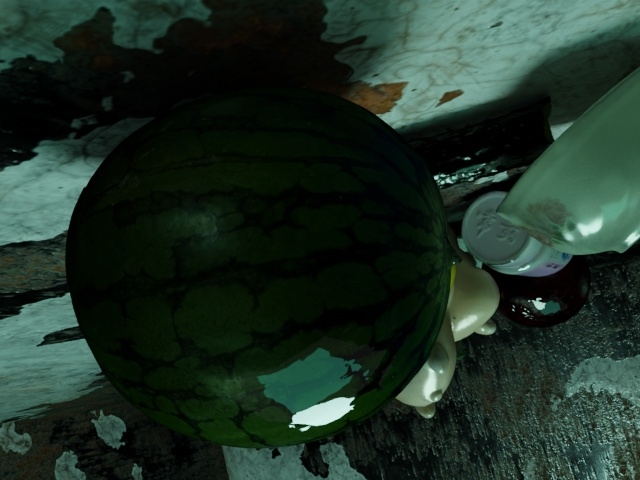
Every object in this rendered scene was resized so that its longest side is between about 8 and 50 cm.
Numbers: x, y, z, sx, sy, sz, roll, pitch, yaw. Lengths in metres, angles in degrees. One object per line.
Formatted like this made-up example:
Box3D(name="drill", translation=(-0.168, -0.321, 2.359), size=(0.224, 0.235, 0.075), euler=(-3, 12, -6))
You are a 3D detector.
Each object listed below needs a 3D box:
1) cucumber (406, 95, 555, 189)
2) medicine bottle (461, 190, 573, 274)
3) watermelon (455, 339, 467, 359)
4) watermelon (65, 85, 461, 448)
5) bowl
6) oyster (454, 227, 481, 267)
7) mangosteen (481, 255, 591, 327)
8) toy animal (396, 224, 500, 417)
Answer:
Box3D(name="cucumber", translation=(0.147, -0.102, 0.947), size=(0.304, 0.081, 0.072), euler=(-16, -165, 3))
Box3D(name="medicine bottle", translation=(0.361, -0.011, 1.369), size=(0.152, 0.151, 0.255), euler=(-23, 164, 28))
Box3D(name="watermelon", translation=(0.243, 0.186, 1.788), size=(0.222, 0.292, 0.319), euler=(0, 151, -34))
Box3D(name="watermelon", translation=(-0.050, 0.026, 0.709), size=(0.364, 0.363, 0.363), euler=(-14, 166, -4))
Box3D(name="bowl", translation=(0.366, -0.080, 0.922), size=(0.277, 0.145, 0.277), euler=(-40, 166, -12))
Box3D(name="oyster", translation=(0.284, 0.033, 1.588), size=(0.199, 0.087, 0.252), euler=(-11, 161, 24))
Box3D(name="mangosteen", translation=(0.464, 0.056, 1.608), size=(0.265, 0.228, 0.228), euler=(-57, -174, -27))
Box3D(name="toy animal", translation=(0.215, 0.106, 1.342), size=(0.247, 0.345, 0.277), euler=(-1, 144, -26))
